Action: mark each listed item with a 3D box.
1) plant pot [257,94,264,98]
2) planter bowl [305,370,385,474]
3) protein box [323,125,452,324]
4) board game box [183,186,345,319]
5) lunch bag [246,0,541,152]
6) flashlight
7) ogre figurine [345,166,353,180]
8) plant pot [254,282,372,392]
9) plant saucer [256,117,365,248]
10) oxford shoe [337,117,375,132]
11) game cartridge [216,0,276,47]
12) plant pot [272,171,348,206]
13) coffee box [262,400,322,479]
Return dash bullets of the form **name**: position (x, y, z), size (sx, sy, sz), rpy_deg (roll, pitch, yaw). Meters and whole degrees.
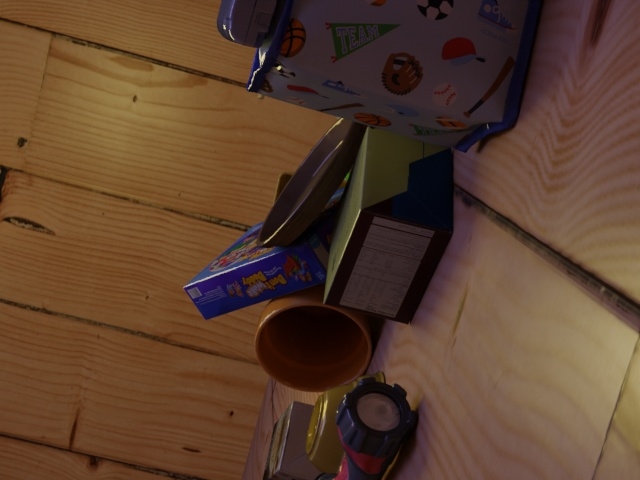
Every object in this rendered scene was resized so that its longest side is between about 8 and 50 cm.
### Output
- **plant pot**: position (0.061, -0.413, 2.070), size (0.334, 0.306, 0.333), rpy_deg (-166, 90, -85)
- **planter bowl**: position (0.031, 0.305, 1.639), size (0.217, 0.090, 0.217), rpy_deg (-165, 90, -85)
- **protein box**: position (0.102, -0.022, 1.530), size (0.199, 0.136, 0.201), rpy_deg (-83, 9, -47)
- **board game box**: position (-0.058, 0.016, 1.839), size (0.347, 0.078, 0.233), rpy_deg (-20, 18, 45)
- **lunch bag**: position (0.110, -0.348, 1.291), size (0.239, 0.328, 0.385), rpy_deg (159, 126, -76)
- **flashlight**: position (0.043, 0.312, 1.431), size (0.304, 0.103, 0.103), rpy_deg (112, 170, -48)
- **ogre figurine**: position (0.087, -0.231, 2.480), size (0.197, 0.097, 0.118), rpy_deg (-61, -13, -1)
- **plant pot**: position (-0.008, 0.137, 1.843), size (0.188, 0.205, 0.205), rpy_deg (-85, 11, -56)
- **plant saucer**: position (-0.012, -0.095, 1.687), size (0.278, 0.041, 0.278), rpy_deg (-51, 11, 14)
- **oxford shoe**: position (0.058, -0.261, 1.837), size (0.146, 0.141, 0.397), rpy_deg (102, 147, -62)
- **game cartridge**: position (-0.063, -0.381, 1.231), size (0.196, 0.060, 0.294), rpy_deg (-121, 47, -77)
- **plant pot**: position (0.000, 0.000, 2.240), size (0.187, 0.212, 0.212), rpy_deg (89, -169, -59)
- **coffee box**: position (-0.042, 0.418, 2.023), size (0.246, 0.098, 0.141), rpy_deg (117, 166, -66)
